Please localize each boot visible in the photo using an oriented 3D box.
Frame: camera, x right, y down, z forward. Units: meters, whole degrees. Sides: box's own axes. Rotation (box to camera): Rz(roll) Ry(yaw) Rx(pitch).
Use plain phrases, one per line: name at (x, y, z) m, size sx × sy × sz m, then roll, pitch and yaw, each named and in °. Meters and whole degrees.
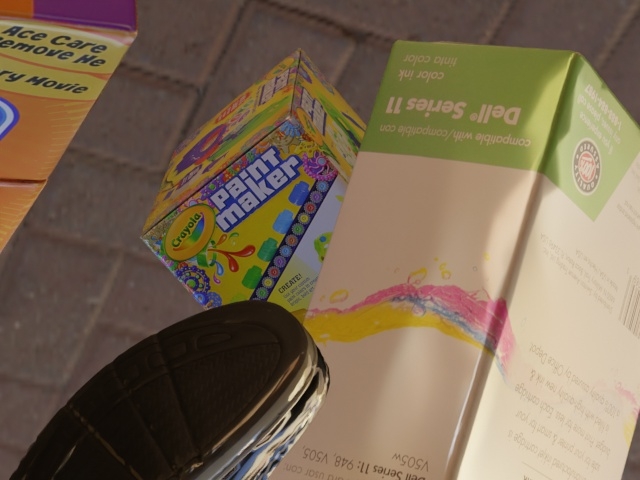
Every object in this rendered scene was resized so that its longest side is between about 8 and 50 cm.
boot at (-0.054, 0.147, 0.684) m, size 0.236 × 0.085 × 0.178 m, roll -44°, pitch 129°, yaw 5°

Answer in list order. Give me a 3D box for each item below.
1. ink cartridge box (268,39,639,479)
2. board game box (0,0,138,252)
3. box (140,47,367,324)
ink cartridge box at (0.078, 0.095, 0.871) m, size 0.119 × 0.353 × 0.207 m, roll 9°, pitch 164°, yaw 34°
board game box at (-0.322, -0.206, 0.861) m, size 0.356 × 0.356 × 0.356 m, roll 4°, pitch 159°, yaw -23°
box at (0.000, 0.000, 1.534) m, size 0.177 × 0.290 × 0.279 m, roll -38°, pitch 103°, yaw 13°
